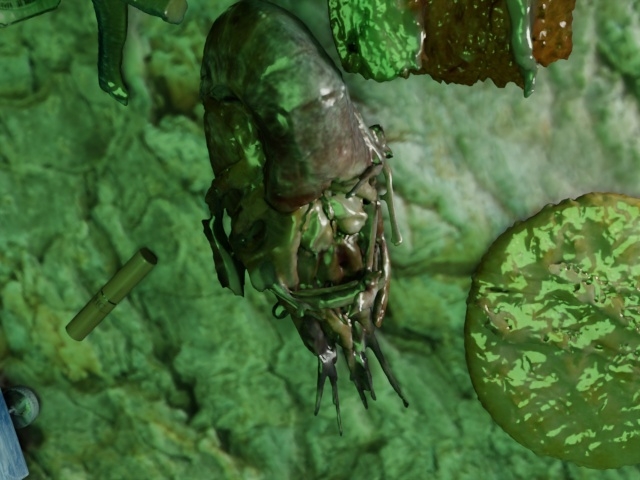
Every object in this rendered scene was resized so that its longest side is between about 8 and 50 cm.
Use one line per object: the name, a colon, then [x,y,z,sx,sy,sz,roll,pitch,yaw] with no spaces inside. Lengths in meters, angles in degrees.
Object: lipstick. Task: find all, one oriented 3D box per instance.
lipstick: [-0.163,0.043,0.881,0.019,0.019,0.094,43,109,-7]

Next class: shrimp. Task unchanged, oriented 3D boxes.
shrimp: [0.000,-0.003,0.793,0.145,0.116,0.343,8,125,42]

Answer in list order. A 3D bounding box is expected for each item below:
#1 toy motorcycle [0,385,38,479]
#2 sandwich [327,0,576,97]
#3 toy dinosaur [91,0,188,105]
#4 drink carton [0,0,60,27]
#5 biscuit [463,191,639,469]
toy motorcycle: [-0.303,0.164,0.906,0.135,0.092,0.255,-13,97,22]
sandwich: [0.088,-0.186,0.724,0.159,0.109,0.185,5,109,9]
toy dinosaur: [-0.147,-0.218,0.685,0.147,0.076,0.363,19,143,36]
drink carton: [-0.278,-0.193,0.764,0.142,0.146,0.144,-19,104,22]
biscuit: [0.208,0.071,0.829,0.219,0.033,0.220,2,109,7]
